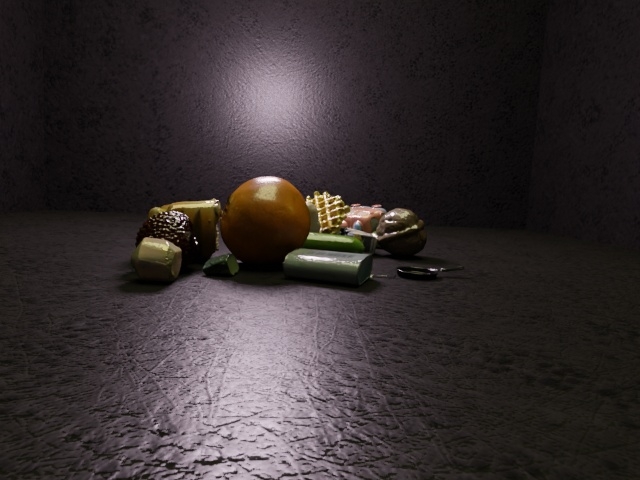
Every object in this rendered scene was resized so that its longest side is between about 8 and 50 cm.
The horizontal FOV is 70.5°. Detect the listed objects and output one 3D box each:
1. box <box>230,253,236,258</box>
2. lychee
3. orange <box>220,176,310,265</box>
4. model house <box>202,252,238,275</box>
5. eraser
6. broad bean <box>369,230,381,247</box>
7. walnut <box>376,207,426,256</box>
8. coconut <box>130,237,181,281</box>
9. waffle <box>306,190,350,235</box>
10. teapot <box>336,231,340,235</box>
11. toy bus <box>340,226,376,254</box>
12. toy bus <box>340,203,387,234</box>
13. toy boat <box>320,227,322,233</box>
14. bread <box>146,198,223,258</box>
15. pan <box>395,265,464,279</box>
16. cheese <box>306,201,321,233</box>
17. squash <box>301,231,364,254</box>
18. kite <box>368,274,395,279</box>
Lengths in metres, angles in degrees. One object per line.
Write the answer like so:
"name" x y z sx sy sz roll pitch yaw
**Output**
"box" -0.276 0.060 1.648 0.093 0.015 0.058 9 7 41
"lychee" -0.459 0.007 1.362 0.188 0.187 0.188 3 6 0
"orange" -0.183 -0.063 1.528 0.313 0.311 0.312 3 6 0
"model house" -0.296 0.078 1.346 0.084 0.066 0.078 -14 15 10
"eraser" 0.026 0.075 1.354 0.227 0.081 0.174 6 12 20
"broad bean" 0.320 -0.015 2.223 0.170 0.100 0.228 -3 5 24
"walnut" 0.339 -0.032 1.899 0.225 0.223 0.224 3 6 0
"coconut" -0.442 0.053 1.210 0.123 0.116 0.116 7 6 -3
"waffle" -0.021 -0.103 2.099 0.312 0.307 0.060 34 -15 47
"teapot" -0.056 -0.063 2.241 0.319 0.148 0.220 5 6 15
"toy bus" 0.152 0.002 2.017 0.138 0.097 0.342 9 4 -9
"toy bus" 0.205 -0.081 2.380 0.288 0.193 0.232 8 17 39
"toy boat" 0.000 0.000 1.883 0.091 0.110 0.175 -5 12 -37
"bread" -0.475 -0.031 1.593 0.271 0.211 0.316 -8 2 -21
"pan" 0.361 0.103 1.480 0.235 0.028 0.136 -2 8 -11
"cheese" -0.166 -0.069 1.967 0.248 0.173 0.251 -28 30 -27
"squash" -0.016 0.018 1.769 0.380 0.101 0.101 7 7 2
"kite" 0.160 0.110 1.429 0.157 0.011 0.139 3 9 3
